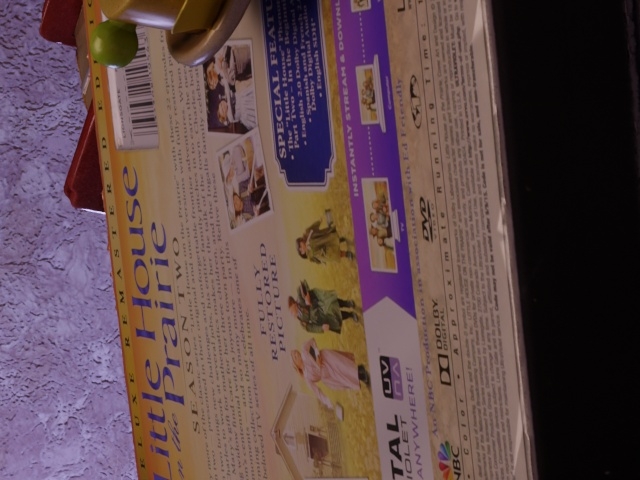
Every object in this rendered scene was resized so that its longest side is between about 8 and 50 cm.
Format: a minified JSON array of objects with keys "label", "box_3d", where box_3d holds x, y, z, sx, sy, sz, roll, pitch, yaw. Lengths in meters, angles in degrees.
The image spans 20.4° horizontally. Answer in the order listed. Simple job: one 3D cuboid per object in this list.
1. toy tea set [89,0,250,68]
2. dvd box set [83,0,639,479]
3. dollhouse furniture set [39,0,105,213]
[{"label":"toy tea set","box_3d":[-0.050,-0.243,0.687,0.336,0.124,0.200,-62,27,24]},{"label":"dvd box set","box_3d":[0.000,0.000,0.783,0.420,0.062,0.307,2,99,65]},{"label":"dollhouse furniture set","box_3d":[-0.055,-0.203,1.120,0.201,0.152,0.374,-106,31,-44]}]
